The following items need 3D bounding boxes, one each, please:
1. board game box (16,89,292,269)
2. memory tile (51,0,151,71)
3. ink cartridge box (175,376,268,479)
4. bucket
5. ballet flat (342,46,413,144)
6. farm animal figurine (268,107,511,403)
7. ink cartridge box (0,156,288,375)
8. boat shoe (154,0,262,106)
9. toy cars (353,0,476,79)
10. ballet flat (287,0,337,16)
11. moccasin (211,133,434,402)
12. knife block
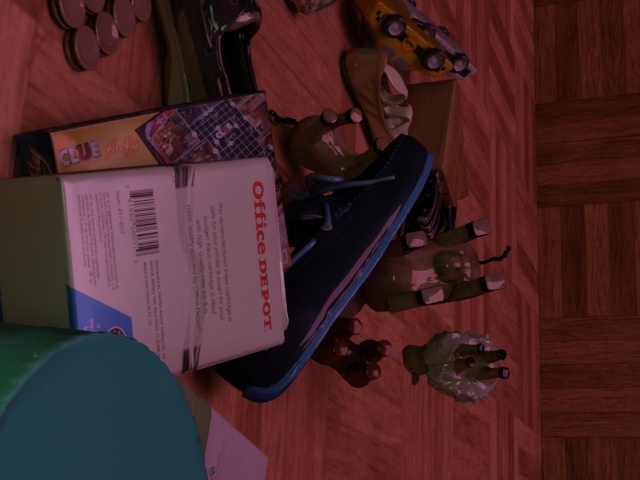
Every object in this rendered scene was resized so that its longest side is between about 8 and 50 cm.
[{"bbox_3d":[-0.125,-0.027,0.864,0.243,0.042,0.165,-20,106,-50],"label":"board game box"},{"bbox_3d":[-0.187,-0.215,0.878,0.148,0.012,0.113,-65,145,-54],"label":"memory tile"},{"bbox_3d":[-0.118,0.203,0.909,0.209,0.062,0.109,57,35,-52],"label":"ink cartridge box"},{"bbox_3d":[-0.189,0.169,0.553,0.281,0.183,0.281,-2,90,-69],"label":"bucket"},{"bbox_3d":[0.098,-0.195,1.551,0.232,0.073,0.080,57,35,-53],"label":"ballet flat"},{"bbox_3d":[0.067,0.024,1.271,0.327,0.172,0.330,10,73,-27],"label":"farm animal figurine"},{"bbox_3d":[-0.124,0.020,0.758,0.203,0.086,0.148,-10,97,-51],"label":"ink cartridge box"},{"bbox_3d":[-0.099,-0.206,0.993,0.103,0.092,0.285,-18,104,-71],"label":"boat shoe"},{"bbox_3d":[0.136,-0.309,1.647,0.176,0.087,0.394,50,19,6],"label":"toy cars"},{"bbox_3d":[-0.007,-0.400,1.302,0.091,0.077,0.240,-17,102,-68],"label":"ballet flat"},{"bbox_3d":[0.000,0.000,1.057,0.342,0.117,0.137,-54,180,-34],"label":"moccasin"},{"bbox_3d":[0.169,-0.125,1.706,0.242,0.088,0.275,-16,102,-70],"label":"knife block"}]
